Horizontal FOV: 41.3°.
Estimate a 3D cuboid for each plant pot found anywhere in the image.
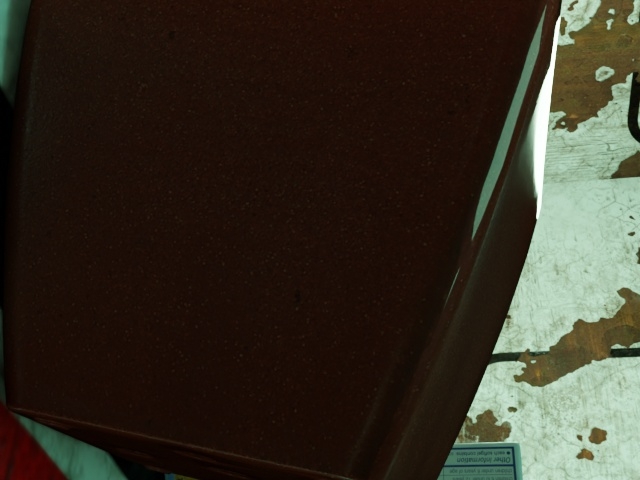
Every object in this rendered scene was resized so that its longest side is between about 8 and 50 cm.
[{"bbox_3d":[-0.021,0.018,0.483,0.267,0.267,0.236,64,37,-65],"label":"plant pot"}]

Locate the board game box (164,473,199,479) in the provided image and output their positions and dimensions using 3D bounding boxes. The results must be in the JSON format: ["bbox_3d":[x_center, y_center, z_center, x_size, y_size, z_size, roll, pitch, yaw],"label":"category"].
[{"bbox_3d":[-0.075,0.201,0.663,0.160,0.039,0.212,-24,111,-79],"label":"board game box"}]

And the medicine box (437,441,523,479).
[{"bbox_3d":[0.105,0.391,0.965,0.149,0.263,0.289,75,16,-47],"label":"medicine box"}]
